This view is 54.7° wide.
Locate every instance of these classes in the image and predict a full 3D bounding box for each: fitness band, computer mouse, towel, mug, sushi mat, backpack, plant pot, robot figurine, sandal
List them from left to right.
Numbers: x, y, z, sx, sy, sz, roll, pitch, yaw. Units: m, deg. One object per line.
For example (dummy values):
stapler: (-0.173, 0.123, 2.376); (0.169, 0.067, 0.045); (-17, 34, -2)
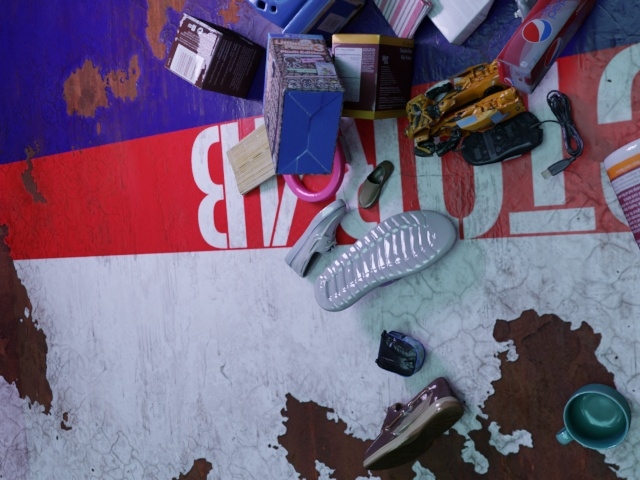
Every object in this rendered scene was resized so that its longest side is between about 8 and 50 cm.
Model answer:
sushi mat: (-0.165, -0.255, 1.807); (0.316, 0.019, 0.151); (-25, 79, 44)
plant pot: (-0.031, -0.647, 1.619); (0.236, 0.236, 0.212); (-42, 79, 27)
fitness band: (-0.029, -0.249, 1.746); (0.209, 0.054, 0.291); (-26, 79, 31)
sandal: (0.165, 0.052, 1.623); (0.416, 0.102, 0.169); (-29, 63, 20)
towel: (0.196, -0.611, 1.555); (0.197, 0.029, 0.144); (60, 155, 14)
backpack: (0.216, 0.295, 1.614); (0.114, 0.084, 0.105); (19, 104, 35)
robot figurine: (0.324, -0.317, 1.468); (0.291, 0.085, 0.211); (-21, 53, 27)
computer mouse: (0.470, -0.210, 1.429); (0.262, 0.060, 0.184); (-26, 69, 21)
mug: (0.602, 0.384, 1.372); (0.157, 0.097, 0.129); (-8, 90, 33)

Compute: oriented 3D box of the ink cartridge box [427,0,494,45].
ink cartridge box: (0.344, -0.614, 1.465); (0.232, 0.066, 0.189); (-43, 71, 32)

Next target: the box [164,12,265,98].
box: (-0.308, -0.535, 1.809); (0.168, 0.203, 0.167); (34, 110, 25)

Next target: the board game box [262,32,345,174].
board game box: (-0.050, -0.336, 1.512); (0.291, 0.141, 0.232); (-105, 19, -47)

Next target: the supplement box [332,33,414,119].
supplement box: (0.129, -0.407, 1.539); (0.129, 0.191, 0.194); (12, 109, 31)

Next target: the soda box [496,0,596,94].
soda box: (0.485, -0.449, 1.322); (0.083, 0.092, 0.263); (32, 82, 28)

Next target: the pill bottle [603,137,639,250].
pill bottle: (0.727, -0.022, 1.188); (0.224, 0.224, 0.392); (-24, 81, 31)

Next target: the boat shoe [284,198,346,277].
boat shoe: (0.000, 0.000, 1.723); (0.088, 0.096, 0.267); (48, 117, 15)

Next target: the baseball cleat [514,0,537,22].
baseball cleat: (0.481, -0.581, 1.390); (0.109, 0.072, 0.206); (-12, 91, 26)

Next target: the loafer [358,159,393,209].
loafer: (0.138, -0.149, 1.649); (0.056, 0.050, 0.148); (36, 111, 25)

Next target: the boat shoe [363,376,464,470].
boat shoe: (0.226, 0.481, 1.621); (0.342, 0.123, 0.123); (-52, 38, 30)
